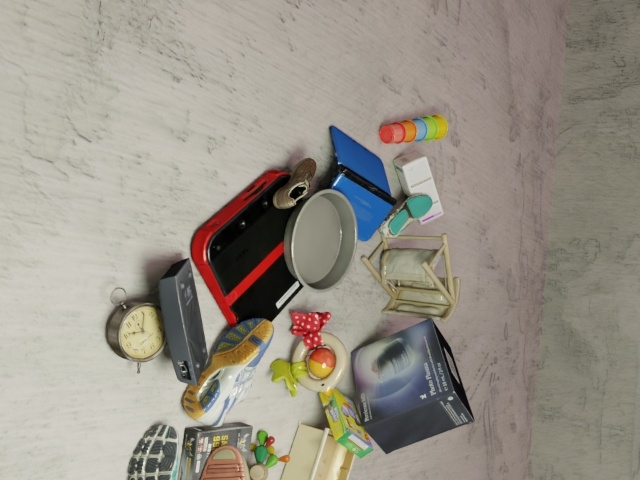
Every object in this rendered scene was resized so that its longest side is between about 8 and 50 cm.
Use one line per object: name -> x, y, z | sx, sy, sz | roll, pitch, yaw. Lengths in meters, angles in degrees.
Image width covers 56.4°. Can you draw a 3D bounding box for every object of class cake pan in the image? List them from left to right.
cake pan -> 0.000, 0.000, 1.691 | 0.293, 0.054, 0.294 | -13, 107, -49

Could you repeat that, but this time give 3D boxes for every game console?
game console -> -0.152, 0.034, 1.601 | 0.386, 0.060, 0.342 | -46, 129, -36
game console -> 0.091, -0.171, 1.880 | 0.293, 0.173, 0.250 | 25, 105, -46

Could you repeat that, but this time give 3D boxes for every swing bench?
swing bench -> 0.307, 0.120, 1.971 | 0.165, 0.253, 0.255 | -47, 125, -37

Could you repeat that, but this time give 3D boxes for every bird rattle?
bird rattle -> -0.014, 0.323, 1.669 | 0.254, 0.206, 0.143 | -60, 151, -16

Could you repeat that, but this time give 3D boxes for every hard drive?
hard drive -> -0.309, 0.182, 1.355 | 0.172, 0.054, 0.255 | -94, 177, -76

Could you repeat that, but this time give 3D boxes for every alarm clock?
alarm clock -> -0.405, 0.182, 1.301 | 0.129, 0.064, 0.192 | -43, 125, -39

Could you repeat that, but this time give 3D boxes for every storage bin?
storage bin -> 0.011, 0.701, 1.761 | 0.260, 0.123, 0.263 | 38, 64, -43

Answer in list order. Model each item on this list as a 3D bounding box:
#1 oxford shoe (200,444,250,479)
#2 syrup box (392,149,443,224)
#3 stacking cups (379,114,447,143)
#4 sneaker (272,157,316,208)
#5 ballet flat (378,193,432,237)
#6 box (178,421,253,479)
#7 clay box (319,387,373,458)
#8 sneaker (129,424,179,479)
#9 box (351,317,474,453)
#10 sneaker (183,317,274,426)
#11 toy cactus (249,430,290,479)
oxford shoe -> -0.205, 0.691, 1.423 | 0.146, 0.140, 0.398 | 23, 63, -65
syrup box -> 0.342, -0.184, 2.090 | 0.096, 0.093, 0.237 | -24, 117, -5
stacking cups -> 0.319, -0.383, 2.096 | 0.316, 0.096, 0.096 | -17, 105, -42
sneaker -> -0.049, -0.149, 1.596 | 0.188, 0.071, 0.066 | -55, 134, -30
ballet flat -> 0.277, -0.087, 2.006 | 0.241, 0.077, 0.091 | -33, 104, -33
box -> -0.265, 0.580, 1.489 | 0.183, 0.056, 0.231 | 14, 82, -48
clay box -> 0.070, 0.517, 1.754 | 0.053, 0.222, 0.127 | -41, 121, 10
sneaker -> -0.371, 0.558, 1.357 | 0.110, 0.106, 0.276 | 43, 52, -74
box -> 0.271, 0.444, 1.834 | 0.183, 0.293, 0.296 | 53, 17, -35
sneaker -> -0.215, 0.328, 1.498 | 0.296, 0.111, 0.131 | -49, 140, -15
toy cactus -> -0.148, 0.611, 1.557 | 0.180, 0.112, 0.219 | 87, 13, -69
